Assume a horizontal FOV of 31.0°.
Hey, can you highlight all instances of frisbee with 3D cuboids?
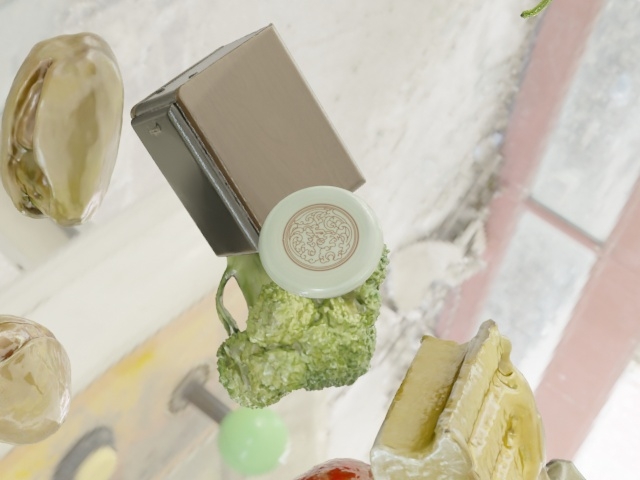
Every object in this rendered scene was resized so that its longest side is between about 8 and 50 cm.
[{"bbox_3d":[0.000,0.000,1.007,0.110,0.110,0.014,-48,157,-19],"label":"frisbee"}]

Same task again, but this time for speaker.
[{"bbox_3d":[-0.089,-0.115,1.421,0.192,0.231,0.153,-39,-164,-29],"label":"speaker"}]

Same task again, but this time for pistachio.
[{"bbox_3d":[-0.446,0.205,1.671,0.181,0.162,0.293,-46,154,-14],"label":"pistachio"},{"bbox_3d":[-0.374,-0.166,1.701,0.197,0.166,0.288,-8,115,-59],"label":"pistachio"}]

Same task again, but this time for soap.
[{"bbox_3d":[0.178,0.268,1.363,0.143,0.259,0.281,-16,-166,22],"label":"soap"}]

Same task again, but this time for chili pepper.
[{"bbox_3d":[0.346,-0.377,1.806,0.083,0.030,0.017,-41,139,16],"label":"chili pepper"}]

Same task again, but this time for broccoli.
[{"bbox_3d":[-0.035,0.063,1.527,0.186,0.254,0.302,-15,95,-71],"label":"broccoli"}]

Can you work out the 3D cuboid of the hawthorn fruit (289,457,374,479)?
[{"bbox_3d":[0.006,0.429,1.485,0.284,0.284,0.284,-45,157,-25],"label":"hawthorn fruit"}]

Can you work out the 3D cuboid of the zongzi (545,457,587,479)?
[{"bbox_3d":[0.267,0.532,1.948,0.323,0.160,0.360,-29,174,-37],"label":"zongzi"}]
